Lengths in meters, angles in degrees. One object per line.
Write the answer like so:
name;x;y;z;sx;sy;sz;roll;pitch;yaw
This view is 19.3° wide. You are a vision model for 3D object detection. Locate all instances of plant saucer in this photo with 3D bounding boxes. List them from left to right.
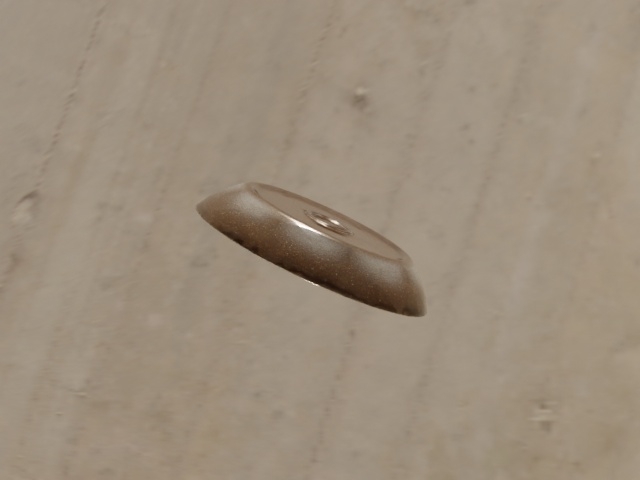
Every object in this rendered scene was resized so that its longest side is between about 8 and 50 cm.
plant saucer;0.000;0.000;1.464;0.199;0.198;0.036;23;-81;-17
